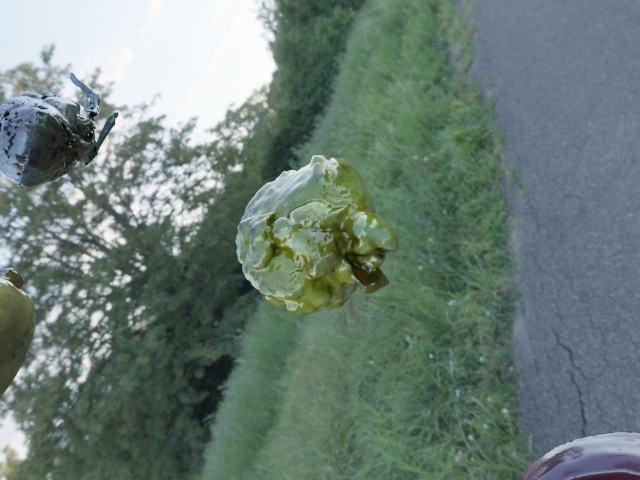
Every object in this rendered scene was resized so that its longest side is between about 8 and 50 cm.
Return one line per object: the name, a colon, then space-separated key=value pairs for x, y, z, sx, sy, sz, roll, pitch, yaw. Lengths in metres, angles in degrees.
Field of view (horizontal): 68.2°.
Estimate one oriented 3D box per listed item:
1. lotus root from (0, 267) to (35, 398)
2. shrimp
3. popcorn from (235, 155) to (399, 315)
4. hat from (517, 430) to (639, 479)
lotus root: x=-0.594 y=0.175 z=0.825 sx=0.160 sy=0.146 sz=0.284 roll=111 pitch=164 yaw=-52
shrimp: x=-0.210 y=-0.089 z=0.373 sx=0.073 sy=0.075 sz=0.190 roll=-54 pitch=21 yaw=9
popcorn: x=0.000 y=0.000 z=0.698 sx=0.266 sy=0.192 sz=0.233 roll=20 pitch=72 yaw=41
hat: x=0.256 y=0.251 z=0.376 sx=0.089 sy=0.205 sz=0.205 roll=6 pitch=-49 yaw=-53
